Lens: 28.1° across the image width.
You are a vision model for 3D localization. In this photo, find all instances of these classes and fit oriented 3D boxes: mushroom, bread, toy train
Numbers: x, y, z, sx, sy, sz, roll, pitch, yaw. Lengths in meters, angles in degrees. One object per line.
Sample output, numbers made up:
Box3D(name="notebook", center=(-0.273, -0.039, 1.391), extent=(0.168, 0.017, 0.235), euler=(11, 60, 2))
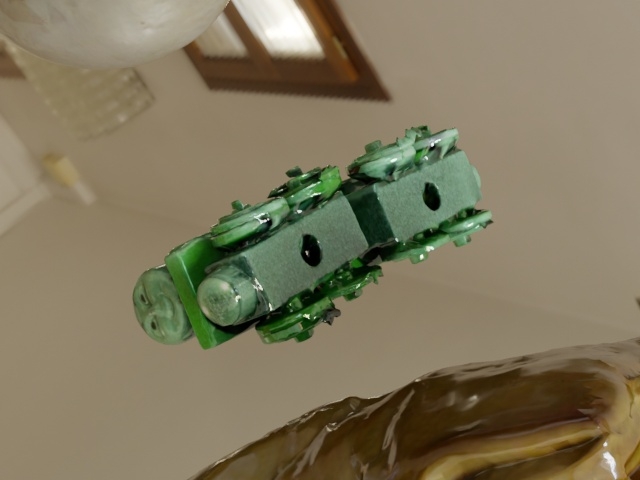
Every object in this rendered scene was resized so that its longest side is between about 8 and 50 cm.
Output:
Box3D(name="mushroom", center=(-0.145, -0.222, 0.809), extent=(0.226, 0.226, 0.178), euler=(-17, -156, 28))
Box3D(name="bread", center=(0.081, 0.149, 0.606), extent=(0.370, 0.191, 0.314), euler=(-9, 177, 30))
Box3D(name="toy train", center=(0.000, 0.000, 0.730), extent=(0.119, 0.085, 0.251), euler=(-21, -179, 41))
